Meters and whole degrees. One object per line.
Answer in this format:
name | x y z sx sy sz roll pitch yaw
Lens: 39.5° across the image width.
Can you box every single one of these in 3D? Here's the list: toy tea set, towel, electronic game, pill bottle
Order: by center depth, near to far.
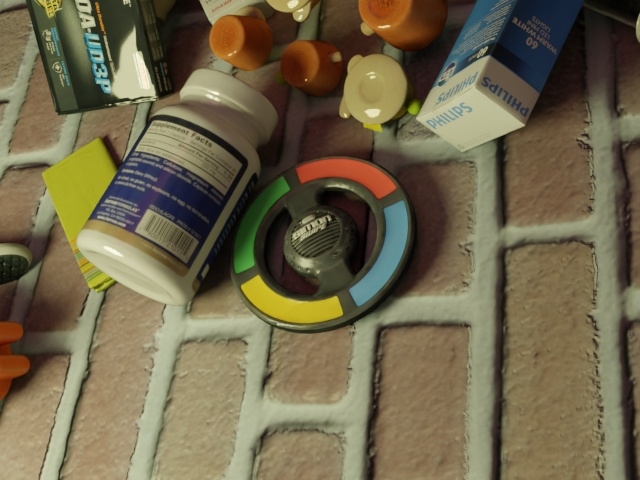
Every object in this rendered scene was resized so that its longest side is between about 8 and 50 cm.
electronic game | 0.000 0.000 1.033 0.229 0.048 0.229 -11 58 18
pill bottle | -0.164 -0.067 1.078 0.153 0.153 0.265 17 69 30
toy tea set | 0.017 -0.272 1.168 0.336 0.124 0.200 24 103 28
towel | -0.299 -0.040 1.202 0.102 0.021 0.237 -32 53 -3

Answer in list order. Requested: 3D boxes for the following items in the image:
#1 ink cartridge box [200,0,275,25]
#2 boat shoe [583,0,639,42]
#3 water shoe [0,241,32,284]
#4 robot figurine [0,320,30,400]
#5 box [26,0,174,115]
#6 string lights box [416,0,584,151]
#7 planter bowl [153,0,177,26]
ink cartridge box | -0.130 -0.360 1.293 0.088 0.052 0.122 -29 56 5
boat shoe | 0.391 -0.250 0.997 0.084 0.095 0.258 -46 46 1
water shoe | -0.485 0.023 1.210 0.203 0.073 0.080 -16 55 13
robot figurine | -0.470 0.160 1.092 0.219 0.158 0.128 -17 28 13
box | -0.314 -0.296 1.251 0.175 0.220 0.051 -4 17 20
string lights box | 0.219 -0.240 1.022 0.260 0.076 0.133 -62 16 -17
planter bowl | -0.276 -0.377 1.316 0.162 0.162 0.109 2 90 24
